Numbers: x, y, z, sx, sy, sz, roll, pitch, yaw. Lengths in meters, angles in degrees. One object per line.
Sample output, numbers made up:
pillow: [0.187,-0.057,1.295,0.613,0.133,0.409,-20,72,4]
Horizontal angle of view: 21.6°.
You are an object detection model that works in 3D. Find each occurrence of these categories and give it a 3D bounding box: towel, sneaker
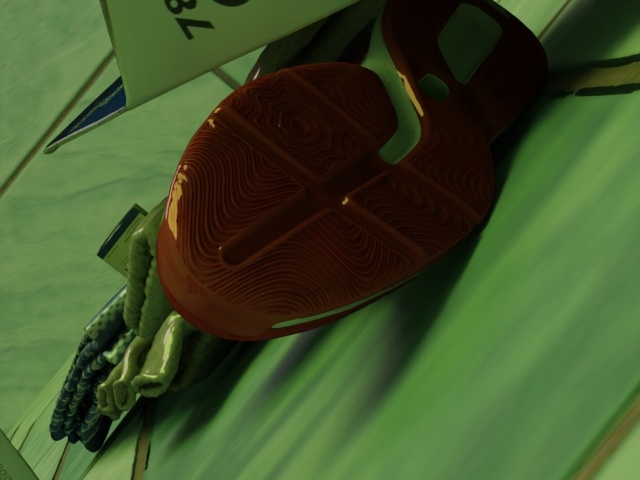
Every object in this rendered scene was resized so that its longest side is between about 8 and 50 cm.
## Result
towel: [-0.067,0.013,1.010,0.243,0.040,0.336,-50,0,-19]
sneaker: [0.000,0.000,0.578,0.221,0.087,0.128,-39,-14,-51]

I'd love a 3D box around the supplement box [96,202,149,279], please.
supplement box: [-0.157,0.014,1.553,0.056,0.083,0.083,-52,7,0]

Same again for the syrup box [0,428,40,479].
syrup box: [-0.208,0.183,0.725,0.237,0.093,0.096,-48,-17,30]

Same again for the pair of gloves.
pair of gloves: [-0.032,-0.022,0.756,0.204,0.042,0.240,-53,-9,-24]

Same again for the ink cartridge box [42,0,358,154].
ink cartridge box: [0.038,-0.144,0.597,0.333,0.065,0.165,-23,20,31]
